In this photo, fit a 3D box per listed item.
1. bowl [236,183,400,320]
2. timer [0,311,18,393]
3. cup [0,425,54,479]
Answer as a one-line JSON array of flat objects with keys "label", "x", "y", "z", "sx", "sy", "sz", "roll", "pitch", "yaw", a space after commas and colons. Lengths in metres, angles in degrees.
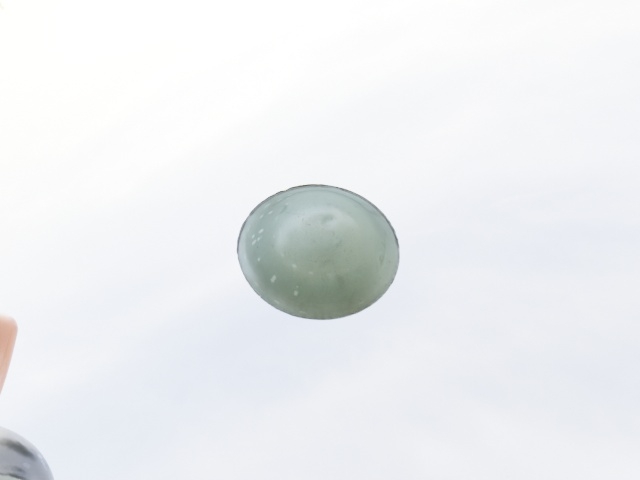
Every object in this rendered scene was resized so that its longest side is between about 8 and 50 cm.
[{"label": "bowl", "x": 0.000, "y": 0.000, "z": 0.868, "sx": 0.314, "sy": 0.313, "sz": 0.146, "roll": -17, "pitch": -151, "yaw": 15}, {"label": "timer", "x": -0.606, "y": 0.208, "z": 0.604, "sx": 0.162, "sy": 0.257, "sz": 0.249, "roll": -8, "pitch": -115, "yaw": 9}, {"label": "cup", "x": -0.289, "y": 0.222, "z": 0.269, "sx": 0.177, "sy": 0.169, "sz": 0.222, "roll": 2, "pitch": -81, "yaw": 19}]
